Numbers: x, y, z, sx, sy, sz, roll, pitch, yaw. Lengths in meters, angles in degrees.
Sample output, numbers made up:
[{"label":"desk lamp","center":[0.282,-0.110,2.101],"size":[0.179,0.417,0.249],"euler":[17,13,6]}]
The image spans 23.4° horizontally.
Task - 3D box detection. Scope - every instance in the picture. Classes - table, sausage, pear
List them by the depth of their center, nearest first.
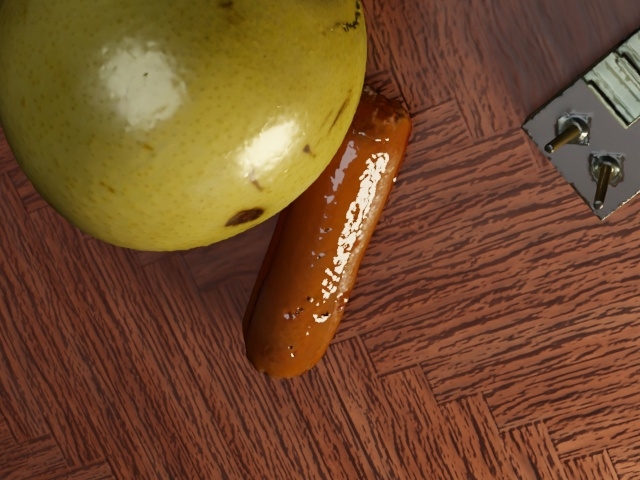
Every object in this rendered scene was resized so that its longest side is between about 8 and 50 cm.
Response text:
[{"label":"pear","center":[-0.128,-0.164,1.400],"size":[0.348,0.348,0.348],"euler":[6,111,15]},{"label":"table","center":[0.307,-0.128,1.406],"size":[0.240,0.111,0.121],"euler":[-40,93,25]},{"label":"sausage","center":[0.000,0.000,1.557],"size":[0.102,0.102,0.330],"euler":[23,114,8]}]
